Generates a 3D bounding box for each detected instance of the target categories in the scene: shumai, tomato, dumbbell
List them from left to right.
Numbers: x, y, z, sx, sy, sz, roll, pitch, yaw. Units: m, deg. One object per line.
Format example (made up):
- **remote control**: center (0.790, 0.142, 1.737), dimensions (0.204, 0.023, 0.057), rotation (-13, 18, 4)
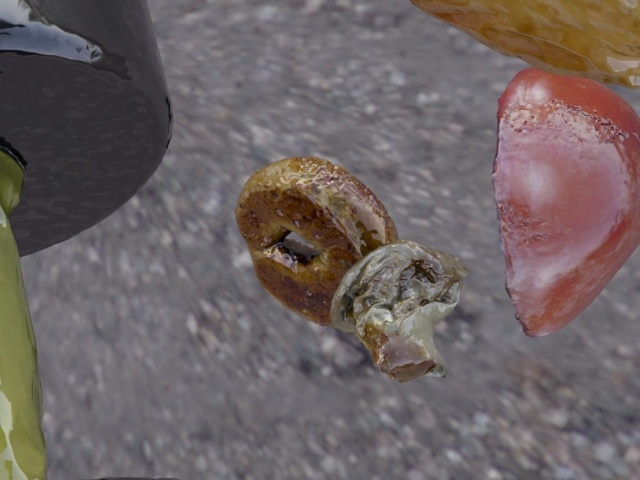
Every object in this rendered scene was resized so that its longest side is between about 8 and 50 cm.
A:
- **dumbbell**: center (-0.140, 0.049, 0.783), dimensions (0.204, 0.203, 0.322), rotation (-11, 65, -7)
- **shumai**: center (0.081, 0.071, 1.812), dimensions (0.146, 0.145, 0.116), rotation (-25, 67, -5)
- **tomato**: center (0.181, -0.026, 1.332), dimensions (0.099, 0.173, 0.189), rotation (-3, 114, 21)

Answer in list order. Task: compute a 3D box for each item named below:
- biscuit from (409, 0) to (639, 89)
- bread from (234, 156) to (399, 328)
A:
- **biscuit**: center (0.047, -0.102, 0.516), dimensions (0.033, 0.224, 0.144), rotation (-47, 133, -18)
- **bread**: center (0.000, 0.000, 1.940), dimensions (0.193, 0.193, 0.064), rotation (55, 47, -10)
